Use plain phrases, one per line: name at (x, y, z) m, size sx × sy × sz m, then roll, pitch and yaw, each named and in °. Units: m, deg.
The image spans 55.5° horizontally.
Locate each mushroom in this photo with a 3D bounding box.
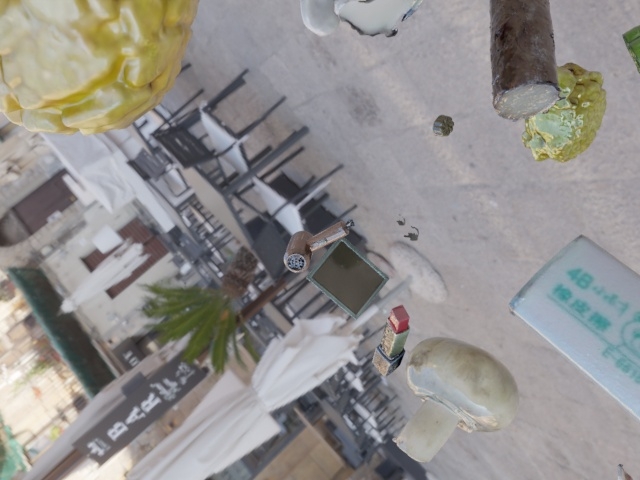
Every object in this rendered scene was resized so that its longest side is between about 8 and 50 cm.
mushroom at (0.339, 0.431, 1.598) m, size 0.314 × 0.336 × 0.314 m, roll 37°, pitch 171°, yaw 7°

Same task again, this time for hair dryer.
hair dryer at (0.000, 0.000, 1.423) m, size 0.064 × 0.181 × 0.117 m, roll 55°, pitch -160°, yaw -18°

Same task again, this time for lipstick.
lipstick at (0.154, 0.210, 1.272) m, size 0.051 × 0.051 × 0.312 m, roll 50°, pitch 161°, yaw 23°

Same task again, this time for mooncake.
mooncake at (0.258, -0.160, 1.510) m, size 0.150 × 0.347 × 0.057 m, roll 12°, pitch 170°, yaw -35°

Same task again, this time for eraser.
eraser at (0.491, 0.145, 1.022) m, size 0.290 × 0.189 × 0.104 m, roll 44°, pitch 177°, yaw 30°

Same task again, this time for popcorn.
popcorn at (-0.342, -0.341, 0.894) m, size 0.354 × 0.390 × 0.344 m, roll 67°, pitch -158°, yaw -12°
popcorn at (0.648, -0.346, 1.597) m, size 0.173 × 0.225 × 0.286 m, roll 34°, pitch 150°, yaw 39°

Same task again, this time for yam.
yam at (0.379, -0.361, 1.140) m, size 0.131 × 0.280 × 0.131 m, roll 4°, pitch 155°, yaw 2°

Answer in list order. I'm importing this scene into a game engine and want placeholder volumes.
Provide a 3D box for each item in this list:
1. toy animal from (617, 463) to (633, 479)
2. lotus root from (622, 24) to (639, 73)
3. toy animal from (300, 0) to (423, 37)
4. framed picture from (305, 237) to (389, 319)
toy animal at (0.501, 0.411, 0.917) m, size 0.124 × 0.071 × 0.085 m, roll 33°, pitch 179°, yaw 11°
lotus root at (0.607, -0.297, 0.976) m, size 0.186 × 0.186 × 0.186 m, roll 45°, pitch 167°, yaw 14°
toy animal at (0.076, -0.506, 1.116) m, size 0.174 × 0.249 × 0.289 m, roll 78°, pitch -177°, yaw -72°
framed picture at (0.071, 0.095, 1.557) m, size 0.183 × 0.142 × 0.011 m, roll 41°, pitch 174°, yaw -18°
